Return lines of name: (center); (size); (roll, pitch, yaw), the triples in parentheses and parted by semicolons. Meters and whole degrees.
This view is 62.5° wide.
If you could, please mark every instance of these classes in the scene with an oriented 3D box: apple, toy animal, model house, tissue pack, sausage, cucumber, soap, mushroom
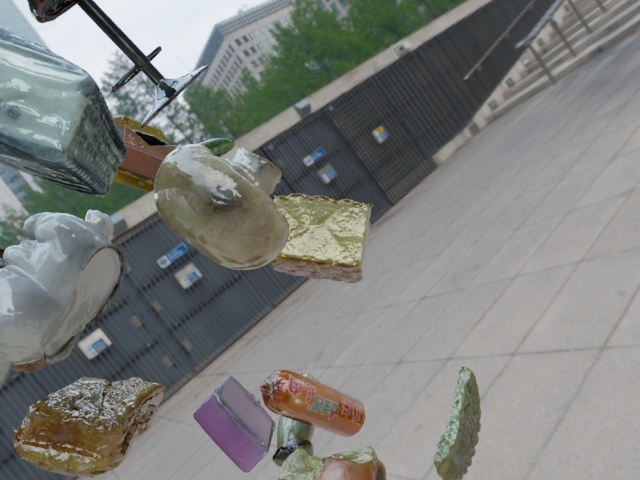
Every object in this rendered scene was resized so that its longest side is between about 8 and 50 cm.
apple: (0.023, 0.380, 0.773); (0.158, 0.156, 0.147); (-11, 58, 23)
toy animal: (-0.438, 0.089, 0.804); (0.325, 0.154, 0.209); (-52, -28, -52)
model house: (-0.522, -0.266, 1.512); (0.136, 0.219, 0.208); (-8, 65, 54)
tissue pack: (-0.341, -0.137, 0.558); (0.315, 0.227, 0.103); (174, 113, -75)
sausage: (-0.020, 0.335, 1.094); (0.093, 0.312, 0.093); (-19, 54, 28)
cucumber: (-0.297, -0.206, 1.269); (0.056, 0.056, 0.250); (-33, 3, 38)
soap: (-0.198, 0.431, 1.265); (0.081, 0.181, 0.259); (-44, -2, -4)
mushroom: (-0.107, -0.041, 0.603); (0.127, 0.166, 0.166); (-49, 7, -13)
mushroom: (-0.055, 0.423, 1.271); (0.099, 0.081, 0.312); (-22, 14, 10)

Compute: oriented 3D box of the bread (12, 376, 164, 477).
bread: (-0.420, 0.330, 0.997); (0.380, 0.185, 0.109); (141, 141, -84)

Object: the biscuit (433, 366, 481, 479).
biscuit: (0.341, 0.456, 1.256); (0.036, 0.187, 0.274); (-1, 43, 34)

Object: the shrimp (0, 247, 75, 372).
shrimp: (-0.572, 0.118, 0.953); (0.222, 0.290, 0.054); (-58, 0, 11)

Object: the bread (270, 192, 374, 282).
bread: (0.000, 0.000, 1.531); (0.279, 0.279, 0.207); (80, -161, -79)

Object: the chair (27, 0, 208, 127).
chair: (-0.473, -0.479, 1.196); (0.226, 0.401, 0.226); (-35, 23, 17)
